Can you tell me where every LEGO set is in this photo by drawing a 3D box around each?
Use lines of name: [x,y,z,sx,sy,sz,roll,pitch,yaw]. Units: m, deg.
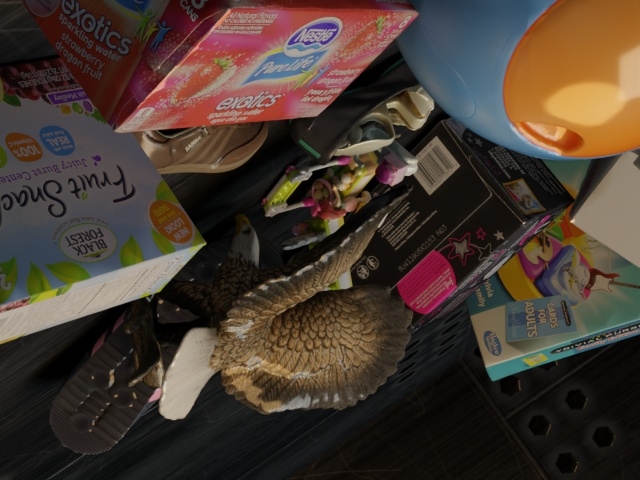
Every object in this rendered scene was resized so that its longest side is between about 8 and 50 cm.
LEGO set: [0.000,0.000,1.861,0.107,0.132,0.287,-17,135,-40]

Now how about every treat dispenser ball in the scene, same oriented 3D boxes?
treat dispenser ball: [0.190,-0.203,1.297,0.288,0.288,0.288,-33,167,-9]

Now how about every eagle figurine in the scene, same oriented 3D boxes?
eagle figurine: [-0.046,0.061,1.735,0.298,0.225,0.226,-2,177,-2]

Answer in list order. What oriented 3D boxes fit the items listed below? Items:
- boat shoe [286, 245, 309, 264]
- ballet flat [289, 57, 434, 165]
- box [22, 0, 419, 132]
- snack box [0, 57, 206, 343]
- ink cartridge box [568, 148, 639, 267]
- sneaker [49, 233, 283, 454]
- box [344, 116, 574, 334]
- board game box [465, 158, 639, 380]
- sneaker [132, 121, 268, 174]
boat shoe: [0.037,0.059,2.221,0.120,0.123,0.324,-38,159,33]
ballet flat: [0.063,-0.129,1.704,0.203,0.074,0.074,-29,165,-27]
box: [-0.062,-0.162,1.159,0.122,0.128,0.257,-42,165,27]
snack box: [-0.203,-0.029,1.167,0.207,0.174,0.070,-18,159,-51]
ink cartridge box: [0.443,-0.141,2.041,0.307,0.129,0.223,-56,180,32]
sneaker: [-0.168,0.095,1.900,0.319,0.112,0.131,-40,-171,11]
box: [0.149,-0.023,2.083,0.247,0.163,0.142,-45,166,33]
board game box: [0.342,0.008,2.259,0.336,0.254,0.079,-18,159,7]
sneaker: [-0.096,-0.097,1.430,0.188,0.066,0.071,-20,159,-50]
